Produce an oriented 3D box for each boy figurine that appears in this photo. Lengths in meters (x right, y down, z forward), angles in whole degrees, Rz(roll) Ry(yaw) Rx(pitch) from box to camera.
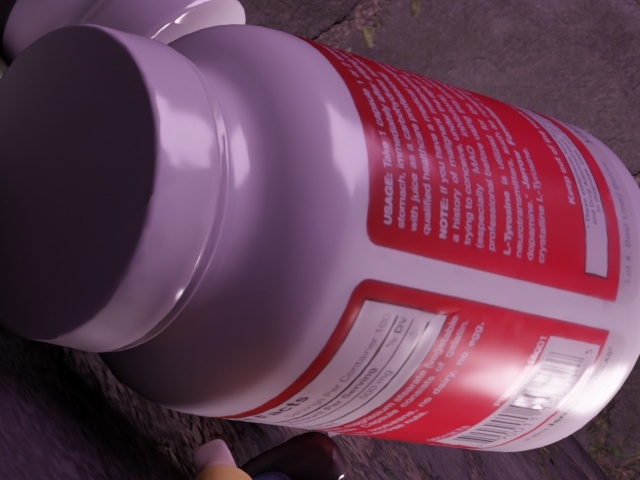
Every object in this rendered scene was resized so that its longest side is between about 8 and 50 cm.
[{"bbox_3d":[-0.014,0.188,1.073,0.177,0.092,0.285,55,4,-6],"label":"boy figurine"}]

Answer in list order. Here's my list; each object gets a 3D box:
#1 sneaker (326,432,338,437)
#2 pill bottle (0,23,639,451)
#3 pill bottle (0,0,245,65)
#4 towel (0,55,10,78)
[{"bbox_3d":[-0.070,-0.009,1.478,0.210,0.137,0.366,47,14,-40],"label":"sneaker"},{"bbox_3d":[0.000,0.000,1.173,0.408,0.229,0.229,13,35,-44],"label":"pill bottle"},{"bbox_3d":[-0.196,-0.213,1.389,0.283,0.161,0.161,47,5,18],"label":"pill bottle"},{"bbox_3d":[-0.245,-0.100,1.199,0.325,0.038,0.248,48,10,-43],"label":"towel"}]
